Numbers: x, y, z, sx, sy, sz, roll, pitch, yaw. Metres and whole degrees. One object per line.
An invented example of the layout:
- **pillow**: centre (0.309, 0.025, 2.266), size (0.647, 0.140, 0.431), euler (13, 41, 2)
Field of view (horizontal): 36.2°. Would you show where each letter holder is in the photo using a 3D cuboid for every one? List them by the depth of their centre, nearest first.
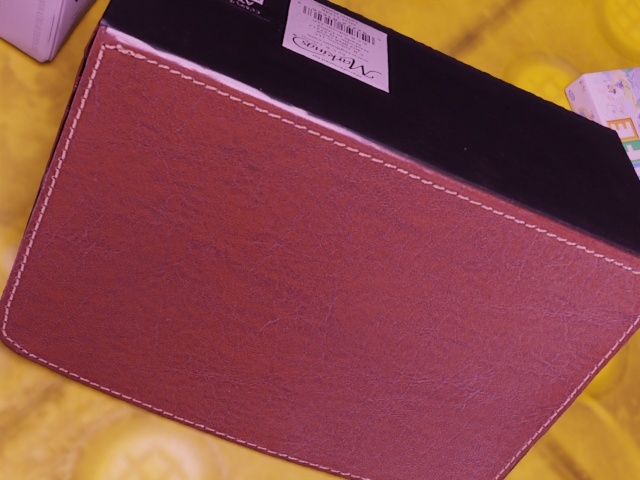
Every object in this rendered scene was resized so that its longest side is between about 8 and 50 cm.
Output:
- **letter holder**: centre (0.000, 0.000, 0.556), size (0.301, 0.214, 0.152), euler (22, 32, -12)

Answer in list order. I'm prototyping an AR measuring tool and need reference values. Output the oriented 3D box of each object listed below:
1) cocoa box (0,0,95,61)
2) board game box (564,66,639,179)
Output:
- **cocoa box**: centre (-0.152, -0.331, 0.554), size (0.228, 0.231, 0.347), euler (32, 62, -8)
- **board game box**: centre (0.256, -0.056, 0.731), size (0.103, 0.026, 0.154), euler (-11, 75, -25)
